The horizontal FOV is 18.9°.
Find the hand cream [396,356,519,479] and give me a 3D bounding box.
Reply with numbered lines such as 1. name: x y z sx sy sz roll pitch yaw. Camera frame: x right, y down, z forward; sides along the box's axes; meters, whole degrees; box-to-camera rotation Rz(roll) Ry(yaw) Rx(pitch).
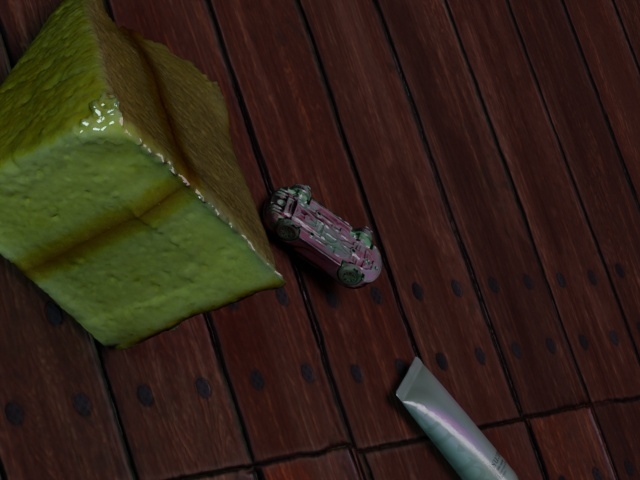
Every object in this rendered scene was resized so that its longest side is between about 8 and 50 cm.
1. hand cream: 0.154 0.220 2.081 0.205 0.050 0.078 51 35 -12

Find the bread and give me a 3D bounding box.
1. bread: -0.147 -0.118 1.734 0.233 0.245 0.361 44 42 -26

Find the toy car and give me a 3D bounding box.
1. toy car: 0.000 0.000 2.012 0.142 0.055 0.069 35 40 -15
